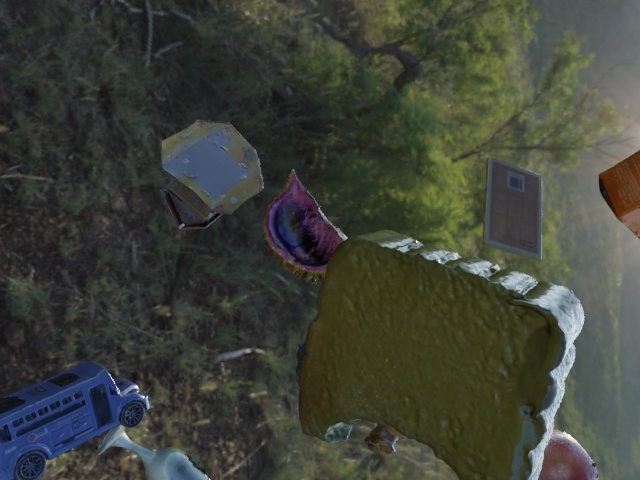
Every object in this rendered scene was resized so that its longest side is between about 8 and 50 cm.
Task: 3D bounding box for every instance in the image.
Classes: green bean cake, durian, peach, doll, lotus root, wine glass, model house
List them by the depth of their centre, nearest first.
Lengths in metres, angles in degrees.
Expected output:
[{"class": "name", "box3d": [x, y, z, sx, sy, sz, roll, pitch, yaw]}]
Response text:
[{"class": "green bean cake", "box3d": [0.109, 0.121, 0.606, 0.124, 0.236, 0.232, -14, 120, -56]}, {"class": "peach", "box3d": [0.367, 0.425, 1.110, 0.196, 0.226, 0.190, 58, 6, -26]}, {"class": "doll", "box3d": [-0.005, 0.224, 1.128, 0.085, 0.114, 0.152, 39, 2, -20]}, {"class": "model house", "box3d": [-0.236, -0.126, 1.331, 0.207, 0.136, 0.219, 40, 46, 1]}, {"class": "durian", "box3d": [-0.005, 0.012, 1.340, 0.187, 0.154, 0.260, 31, 19, -41]}, {"class": "lotus root", "box3d": [0.202, 0.335, 1.417, 0.146, 0.131, 0.303, 77, 35, -58]}, {"class": "wine glass", "box3d": [-0.467, 0.623, 1.775, 0.321, 0.143, 0.143, 38, 32, -13]}]

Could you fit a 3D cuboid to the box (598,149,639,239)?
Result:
[{"class": "box", "box3d": [0.766, -0.115, 1.247, 0.225, 0.341, 0.143, 35, 38, -27]}]

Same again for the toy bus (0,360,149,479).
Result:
[{"class": "toy bus", "box3d": [-0.462, 0.309, 1.139, 0.292, 0.126, 0.133, -21, 108, -46]}]

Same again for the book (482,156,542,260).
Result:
[{"class": "book", "box3d": [0.488, -0.081, 1.602, 0.170, 0.018, 0.241, 16, 67, -17]}]

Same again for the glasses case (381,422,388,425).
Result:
[{"class": "glasses case", "box3d": [0.137, 0.250, 1.013, 0.056, 0.266, 0.105, 126, -17, -76]}]
